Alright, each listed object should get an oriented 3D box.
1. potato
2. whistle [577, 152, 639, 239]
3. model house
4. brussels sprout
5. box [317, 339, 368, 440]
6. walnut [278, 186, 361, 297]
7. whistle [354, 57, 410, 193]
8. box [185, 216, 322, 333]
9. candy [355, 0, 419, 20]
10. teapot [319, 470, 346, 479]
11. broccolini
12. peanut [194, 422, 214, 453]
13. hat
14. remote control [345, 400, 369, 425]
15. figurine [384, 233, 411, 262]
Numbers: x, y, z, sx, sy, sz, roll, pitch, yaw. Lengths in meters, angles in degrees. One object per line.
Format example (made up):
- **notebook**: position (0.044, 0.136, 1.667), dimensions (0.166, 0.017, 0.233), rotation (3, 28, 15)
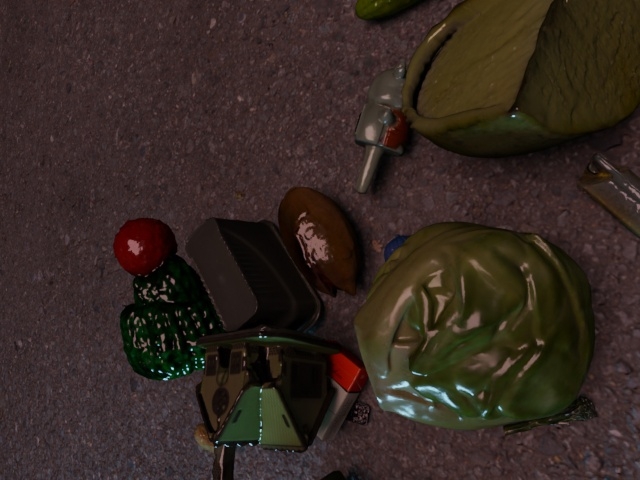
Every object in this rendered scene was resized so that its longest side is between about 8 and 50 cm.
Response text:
- **potato**: position (0.285, -0.236, 0.708), dimensions (0.280, 0.213, 0.330), rotation (3, 63, 58)
- **whistle**: position (0.472, 0.006, 0.615), dimensions (0.057, 0.068, 0.326), rotation (-33, 64, -4)
- **model house**: position (-0.093, 0.303, 0.797), dimensions (0.218, 0.205, 0.278), rotation (-18, 60, 39)
- **brussels sprout**: position (0.212, 0.115, 0.666), dimensions (0.328, 0.247, 0.327), rotation (-1, 87, 15)
- **box**: position (0.017, 0.278, 0.887), dimensions (0.100, 0.048, 0.152), rotation (32, 94, 38)
- **walnut**: position (0.000, 0.000, 0.895), dimensions (0.137, 0.137, 0.245), rotation (-39, 66, 24)
- **whistle**: position (0.113, -0.206, 0.856), dimensions (0.106, 0.102, 0.253), rotation (21, 94, 31)
- **box**: position (-0.138, 0.079, 0.948), dimensions (0.138, 0.178, 0.274), rotation (-45, 62, 22)
- **candy**: position (0.152, -0.476, 0.867), dimensions (0.210, 0.097, 0.096), rotation (-23, 72, 32)
- **teapot**: position (0.093, 0.538, 0.728), dimensions (0.337, 0.200, 0.270), rotation (36, 115, 29)
- **broccolini**: position (0.335, 0.262, 0.704), dimensions (0.140, 0.030, 0.035), rotation (-29, 61, 33)
- **peanut**: position (-0.239, 0.442, 1.053), dimensions (0.113, 0.054, 0.053), rotation (8, 89, 34)
- **hat**: position (-0.310, 0.107, 0.986), dimensions (0.274, 0.242, 0.332), rotation (-13, 96, 48)
- **remote control**: position (0.049, 0.319, 0.893), dimensions (0.096, 0.014, 0.039), rotation (5, 77, 33)
- **figurine**: position (0.154, 0.065, 0.823), dimensions (0.087, 0.086, 0.149), rotation (16, 106, 58)
